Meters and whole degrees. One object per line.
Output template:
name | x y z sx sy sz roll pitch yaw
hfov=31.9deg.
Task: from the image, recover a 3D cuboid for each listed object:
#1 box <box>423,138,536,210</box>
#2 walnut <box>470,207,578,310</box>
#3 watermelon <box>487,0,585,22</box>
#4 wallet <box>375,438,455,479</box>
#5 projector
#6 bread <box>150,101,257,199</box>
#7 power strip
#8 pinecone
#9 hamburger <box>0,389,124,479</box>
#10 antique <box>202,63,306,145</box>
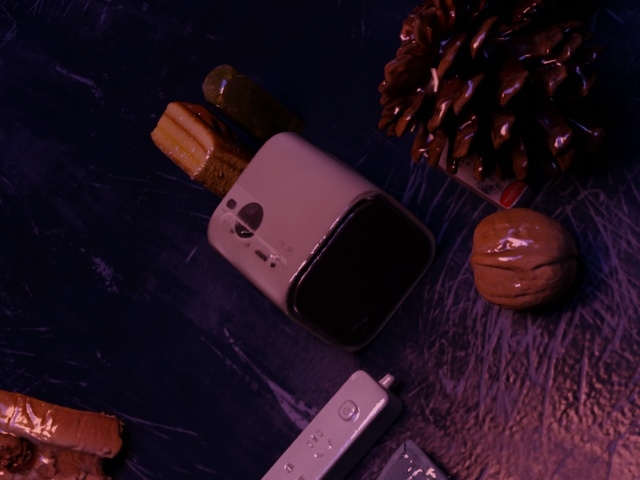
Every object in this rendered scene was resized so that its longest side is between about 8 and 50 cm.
box | 0.260 -0.109 1.849 0.055 0.039 0.218 -52 47 -1
walnut | 0.302 0.028 1.673 0.166 0.149 0.167 1 92 27
watermelon | 0.356 -0.462 1.864 0.212 0.212 0.212 -18 56 29
wallet | 0.153 0.470 1.582 0.237 0.075 0.342 -52 47 5
projector | 0.000 0.000 1.840 0.249 0.248 0.249 -52 47 0
bread | -0.177 -0.146 2.067 0.110 0.234 0.184 -51 47 5
power strip | -0.011 0.357 1.775 0.385 0.062 0.091 -50 50 4
pinecone | 0.283 -0.246 1.714 0.384 0.384 0.384 -18 56 29
hamburger | -0.609 0.407 2.053 0.445 0.287 0.268 -6 64 37
antique | -0.131 -0.250 2.100 0.080 0.221 0.081 30 86 44
